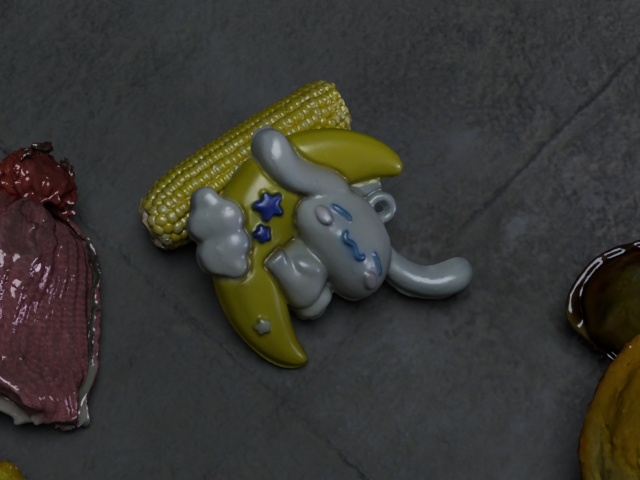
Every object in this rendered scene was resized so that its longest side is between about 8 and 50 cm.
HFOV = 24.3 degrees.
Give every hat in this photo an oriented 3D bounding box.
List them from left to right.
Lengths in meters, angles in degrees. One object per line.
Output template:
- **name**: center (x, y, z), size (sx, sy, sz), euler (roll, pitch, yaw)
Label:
- **hat**: center (-0.311, 0.033, 1.455), size (0.236, 0.107, 0.286), euler (23, 62, -24)

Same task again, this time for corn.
- **corn**: center (-0.079, -0.077, 1.538), size (0.248, 0.081, 0.081), euler (-35, 71, -19)

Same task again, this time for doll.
- **doll**: center (0.000, 0.000, 1.476), size (0.237, 0.111, 0.252), euler (-35, 99, -13)

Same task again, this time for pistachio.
- **pistachio**: center (0.349, 0.073, 1.473), size (0.210, 0.130, 0.165), euler (8, 67, 9)

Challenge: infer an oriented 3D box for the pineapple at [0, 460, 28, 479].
- **pineapple**: center (-0.329, 0.286, 1.333), size (0.334, 0.158, 0.161), euler (48, 31, 13)

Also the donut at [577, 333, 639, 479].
- **donut**: center (0.394, 0.205, 1.362), size (0.302, 0.110, 0.303), euler (0, 90, -8)
